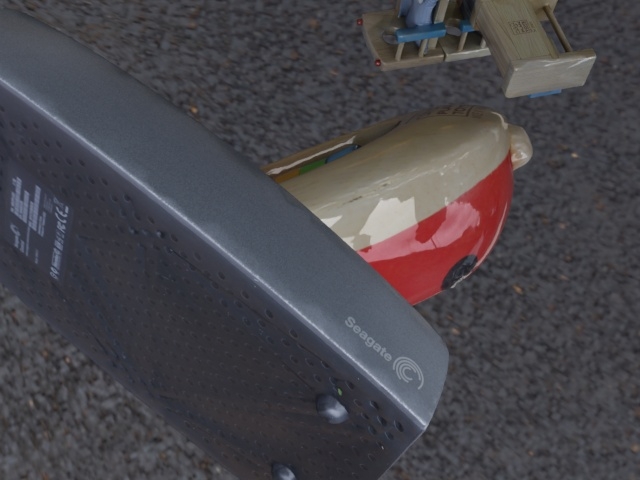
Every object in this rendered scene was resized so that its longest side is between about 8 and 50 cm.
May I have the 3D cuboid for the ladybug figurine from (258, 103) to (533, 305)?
[{"bbox_3d":[0.000,0.000,1.152,0.449,0.305,0.162,-19,100,22],"label":"ladybug figurine"}]

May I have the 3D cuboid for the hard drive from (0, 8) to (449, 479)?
[{"bbox_3d":[-0.067,0.016,0.522,0.254,0.172,0.054,38,57,7],"label":"hard drive"}]

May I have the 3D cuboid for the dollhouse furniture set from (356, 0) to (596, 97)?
[{"bbox_3d":[0.127,-0.176,1.018,0.129,0.184,0.129,-11,149,-14],"label":"dollhouse furniture set"}]
